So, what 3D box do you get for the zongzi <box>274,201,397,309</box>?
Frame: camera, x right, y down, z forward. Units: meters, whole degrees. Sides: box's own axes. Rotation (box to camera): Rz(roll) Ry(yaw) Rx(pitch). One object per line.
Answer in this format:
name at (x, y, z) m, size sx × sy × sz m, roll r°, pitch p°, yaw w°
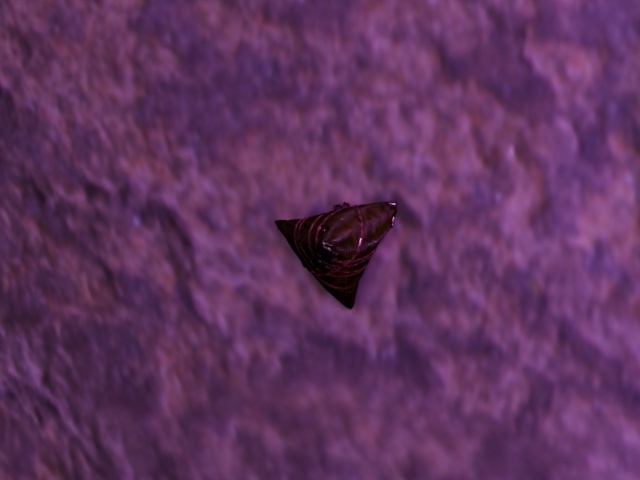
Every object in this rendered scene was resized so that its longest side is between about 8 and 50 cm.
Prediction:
zongzi at (0.000, 0.000, 1.289) m, size 0.073 × 0.067 × 0.083 m, roll 39°, pitch 141°, yaw 17°
